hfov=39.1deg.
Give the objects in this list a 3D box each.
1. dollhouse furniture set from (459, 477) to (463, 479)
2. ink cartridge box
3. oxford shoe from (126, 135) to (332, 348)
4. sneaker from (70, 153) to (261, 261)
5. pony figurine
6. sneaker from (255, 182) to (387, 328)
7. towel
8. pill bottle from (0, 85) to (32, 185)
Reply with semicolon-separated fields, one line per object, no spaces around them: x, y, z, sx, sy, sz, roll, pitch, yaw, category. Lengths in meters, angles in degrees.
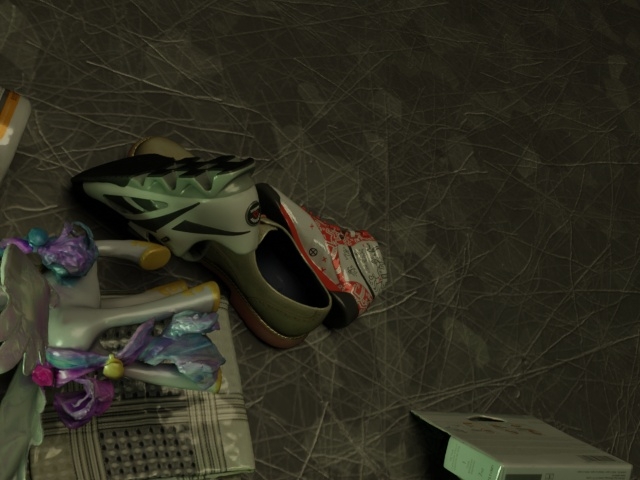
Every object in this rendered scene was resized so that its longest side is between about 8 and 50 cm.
0.269;0.406;1.409;0.091;0.114;0.081;46;54;-7;dollhouse furniture set
0.310;0.338;1.433;0.275;0.239;0.060;9;94;-29;ink cartridge box
-0.127;-0.022;1.359;0.397;0.146;0.140;46;52;-2;oxford shoe
-0.220;-0.040;1.249;0.122;0.330;0.146;-31;120;-44;sneaker
-0.302;0.112;1.077;0.363;0.303;0.351;2;30;-25;pony figurine
0.000;0.001;1.471;0.145;0.090;0.270;-37;92;-41;sneaker
-0.247;0.215;1.213;0.312;0.056;0.324;5;63;-31;towel
-0.532;-0.165;1.163;0.278;0.162;0.162;24;54;-21;pill bottle
